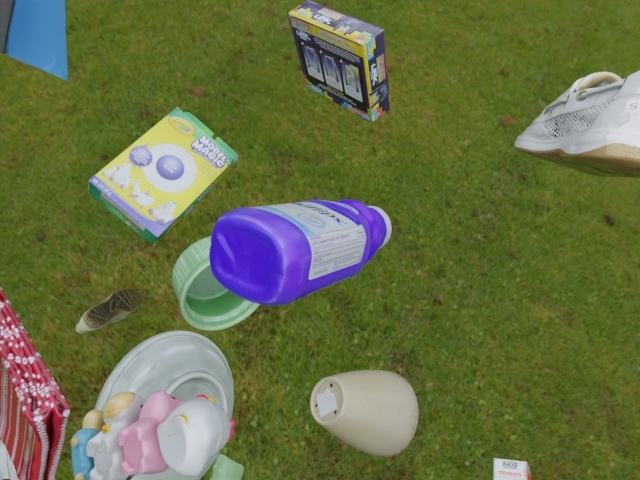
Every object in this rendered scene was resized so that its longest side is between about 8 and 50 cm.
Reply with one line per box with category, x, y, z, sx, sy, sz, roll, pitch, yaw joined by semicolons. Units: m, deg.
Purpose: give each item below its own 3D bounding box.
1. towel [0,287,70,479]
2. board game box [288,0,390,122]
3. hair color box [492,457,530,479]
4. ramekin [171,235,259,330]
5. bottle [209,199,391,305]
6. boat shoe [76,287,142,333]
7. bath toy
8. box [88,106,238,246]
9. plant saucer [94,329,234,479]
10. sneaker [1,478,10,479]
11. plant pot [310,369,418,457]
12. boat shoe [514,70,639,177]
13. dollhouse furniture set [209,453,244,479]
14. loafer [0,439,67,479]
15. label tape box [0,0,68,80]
towel;-0.330;0.109;0.458;0.275;0.199;0.031;46;39;20
board game box;0.032;-0.286;0.750;0.048;0.141;0.170;-39;56;-17
hair color box;0.396;0.533;0.971;0.071;0.043;0.141;-8;46;32
ramekin;-0.332;0.130;1.532;0.303;0.304;0.148;-20;42;-27
bottle;0.000;0.000;0.573;0.118;0.092;0.282;20;18;30
boat shoe;-0.434;0.145;0.971;0.056;0.048;0.153;54;25;-5
bath toy;-0.285;0.329;0.807;0.129;0.348;0.152;11;64;-54
box;-0.190;-0.091;0.604;0.105;0.043;0.179;41;57;-9
plant saucer;-0.334;0.422;1.130;0.100;0.401;0.401;-4;39;36
sneaker;-0.497;0.437;0.651;0.182;0.315;0.127;43;3;-22
plant pot;0.107;0.492;1.381;0.274;0.256;0.257;28;38;-42
boat shoe;0.282;-0.121;0.480;0.098;0.096;0.277;16;13;2
dollhouse furniture set;-0.117;0.427;0.796;0.151;0.058;0.076;42;42;-25
loafer;-0.577;0.537;0.961;0.111;0.112;0.320;-34;73;-6
label tape box;-0.322;-0.310;0.362;0.105;0.333;0.241;-10;81;26
